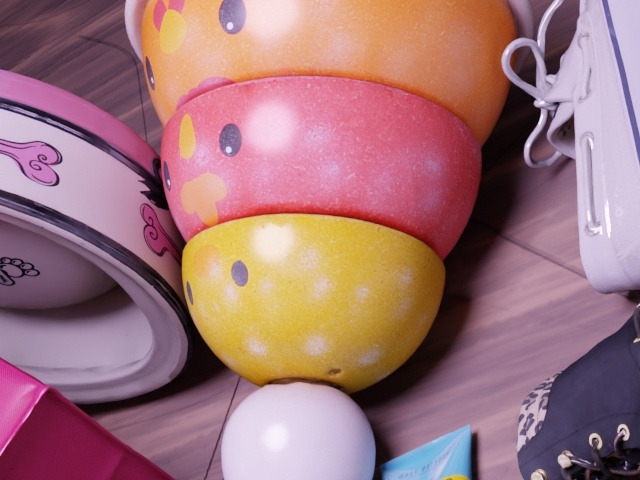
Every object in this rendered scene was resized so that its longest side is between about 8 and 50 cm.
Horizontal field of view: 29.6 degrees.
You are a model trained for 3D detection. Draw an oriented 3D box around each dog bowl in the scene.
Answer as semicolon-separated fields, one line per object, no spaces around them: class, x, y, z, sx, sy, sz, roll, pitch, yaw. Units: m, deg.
dog bowl;-0.303;-0.001;1.088;0.408;0.408;0.150;-17;50;36

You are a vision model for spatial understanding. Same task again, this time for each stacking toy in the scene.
stacking toy;0.000;0.000;0.968;0.351;0.350;0.480;-17;60;37

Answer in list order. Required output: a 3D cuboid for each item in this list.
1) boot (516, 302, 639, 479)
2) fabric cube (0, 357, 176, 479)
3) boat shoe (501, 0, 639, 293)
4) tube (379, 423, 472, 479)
boot;0.196;0.123;0.710;0.178;0.085;0.236;-49;17;36
fabric cube;-0.308;0.223;0.991;0.258;0.259;0.254;21;69;33
boat shoe;0.220;-0.110;0.949;0.156;0.136;0.367;-27;47;32
tube;0.077;0.217;0.825;0.080;0.052;0.207;-25;33;19
